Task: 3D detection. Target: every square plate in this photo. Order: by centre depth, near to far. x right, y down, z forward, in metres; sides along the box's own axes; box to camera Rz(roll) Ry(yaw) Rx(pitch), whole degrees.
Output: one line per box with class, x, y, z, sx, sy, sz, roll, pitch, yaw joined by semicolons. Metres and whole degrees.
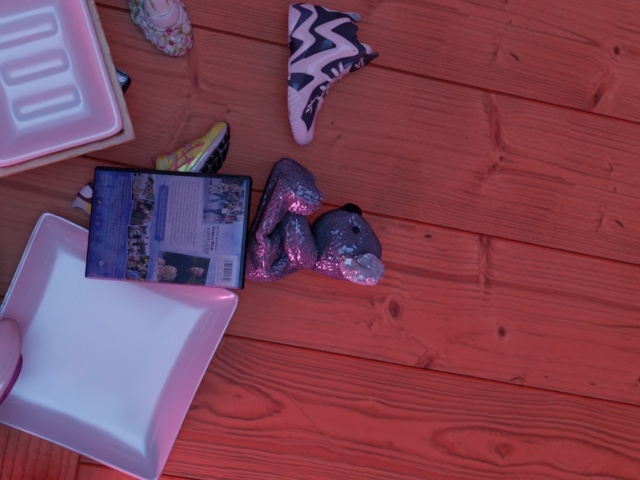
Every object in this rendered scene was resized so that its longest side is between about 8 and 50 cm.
square plate;-0.357;0.175;1.719;0.347;0.049;0.344;24;91;-9

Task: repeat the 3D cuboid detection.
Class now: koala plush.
koala plush;0.000;0.000;1.720;0.221;0.196;0.203;21;100;-10

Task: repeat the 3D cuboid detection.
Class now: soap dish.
soap dish;-0.429;-0.258;1.585;0.229;0.118;0.290;-17;95;-8

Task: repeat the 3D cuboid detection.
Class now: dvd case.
dvd case;-0.239;-0.021;1.664;0.253;0.022;0.180;4;85;4

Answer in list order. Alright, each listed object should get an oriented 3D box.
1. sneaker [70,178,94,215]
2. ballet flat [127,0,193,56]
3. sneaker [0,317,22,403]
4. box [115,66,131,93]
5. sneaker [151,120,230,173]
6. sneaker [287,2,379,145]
sneaker;-0.321;-0.020;1.723;0.084;0.069;0.185;-43;92;3
ballet flat;-0.279;-0.411;1.706;0.091;0.077;0.241;-28;97;-8
sneaker;-0.541;0.220;1.547;0.152;0.114;0.305;32;46;-14
box;-0.417;-0.245;1.687;0.180;0.077;0.147;31;87;-9
sneaker;-0.228;-0.124;1.726;0.094;0.081;0.208;35;75;12
sneaker;0.021;-0.275;1.750;0.153;0.094;0.234;0;82;-1
